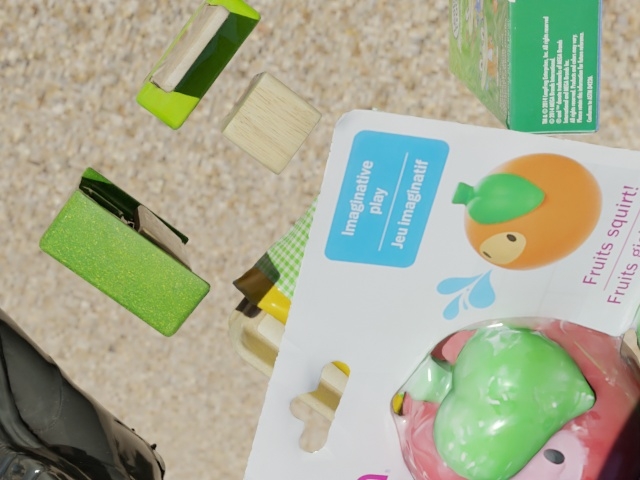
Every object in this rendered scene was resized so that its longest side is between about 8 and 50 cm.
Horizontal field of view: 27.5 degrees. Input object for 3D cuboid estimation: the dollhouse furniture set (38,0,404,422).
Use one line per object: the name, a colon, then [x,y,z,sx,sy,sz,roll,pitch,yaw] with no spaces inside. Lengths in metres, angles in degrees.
dollhouse furniture set: [0.000,0.000,0.852,0.301,0.197,0.151,36,-179,-14]

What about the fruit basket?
fruit basket: [0.146,0.105,0.608,0.353,0.165,0.327,5,127,-16]

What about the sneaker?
sneaker: [-0.169,0.130,0.790,0.130,0.286,0.109,13,117,-46]

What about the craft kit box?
craft kit box: [0.119,-0.208,0.793,0.061,0.250,0.246,-2,-165,1]
